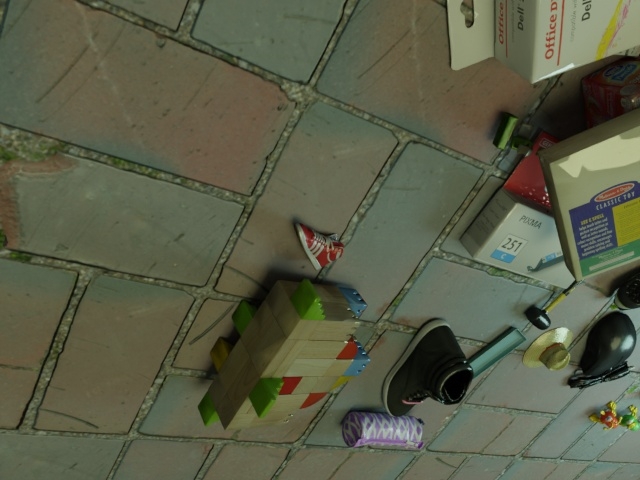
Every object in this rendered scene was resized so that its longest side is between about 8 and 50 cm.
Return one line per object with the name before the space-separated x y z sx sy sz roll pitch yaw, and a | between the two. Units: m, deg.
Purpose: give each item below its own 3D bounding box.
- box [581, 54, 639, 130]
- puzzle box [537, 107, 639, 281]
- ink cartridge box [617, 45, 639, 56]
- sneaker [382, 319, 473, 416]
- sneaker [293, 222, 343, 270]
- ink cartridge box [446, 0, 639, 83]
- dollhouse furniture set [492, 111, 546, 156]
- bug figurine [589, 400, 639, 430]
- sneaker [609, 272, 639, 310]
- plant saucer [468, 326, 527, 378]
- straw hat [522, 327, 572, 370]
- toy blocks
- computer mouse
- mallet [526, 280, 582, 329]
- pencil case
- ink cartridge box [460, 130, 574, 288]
box | 0.564 -0.183 1.018 0.123 0.128 0.256 -27 123 -2
puzzle box | 0.585 -0.112 0.948 0.409 0.052 0.272 -22 124 9
ink cartridge box | 0.514 -0.336 0.963 0.083 0.028 0.048 -3 127 -20
sneaker | 0.234 0.331 1.284 0.105 0.146 0.295 5 125 -27
sneaker | 0.000 0.000 1.006 0.067 0.042 0.118 -25 138 3
ink cartridge box | 0.365 -0.365 0.822 0.354 0.119 0.207 -21 131 -5
dollhouse furniture set | 0.379 -0.169 0.993 0.152 0.076 0.058 16 113 -4
bug figurine | 0.975 0.502 1.759 0.279 0.072 0.216 -45 129 14
sneaker | 0.808 0.103 1.402 0.235 0.084 0.097 -22 157 -5
plant saucer | 0.409 0.280 1.400 0.192 0.018 0.067 -41 129 10
straw hat | 0.591 0.293 1.453 0.145 0.061 0.144 -10 128 -13
toy blocks | -0.028 0.222 1.100 0.261 0.190 0.381 10 123 -41
computer mouse | 0.773 0.305 1.528 0.189 0.072 0.272 -17 130 -8
mallet | 0.553 0.126 1.332 0.062 0.039 0.189 28 107 -33
pencil case | 0.152 0.463 1.391 0.206 0.088 0.086 13 120 -28
ink cartridge box | 0.465 -0.046 1.142 0.297 0.066 0.261 16 119 -30
